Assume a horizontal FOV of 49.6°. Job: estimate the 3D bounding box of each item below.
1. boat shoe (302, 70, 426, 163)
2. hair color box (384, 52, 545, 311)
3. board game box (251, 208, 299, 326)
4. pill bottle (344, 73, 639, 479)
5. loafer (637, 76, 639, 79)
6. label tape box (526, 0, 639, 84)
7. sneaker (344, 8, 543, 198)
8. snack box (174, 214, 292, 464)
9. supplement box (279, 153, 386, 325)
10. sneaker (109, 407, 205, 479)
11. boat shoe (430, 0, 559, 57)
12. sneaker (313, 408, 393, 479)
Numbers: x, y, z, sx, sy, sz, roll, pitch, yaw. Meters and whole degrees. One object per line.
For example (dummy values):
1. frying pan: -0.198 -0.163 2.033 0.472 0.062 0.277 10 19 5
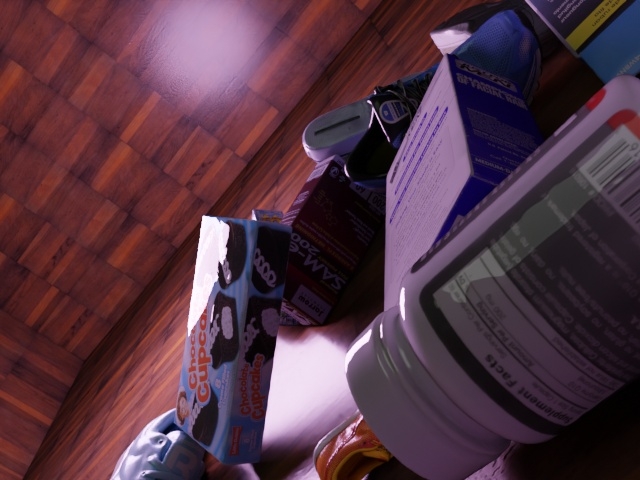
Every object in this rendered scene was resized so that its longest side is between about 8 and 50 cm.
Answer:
1. boat shoe: 0.120 -0.189 1.122 0.302 0.094 0.109 -14 59 21
2. hair color box: 0.149 -0.051 0.736 0.339 0.110 0.185 -83 14 -58
3. board game box: -0.085 0.041 1.201 0.194 0.060 0.194 179 94 -71
4. pill bottle: 0.160 0.039 0.492 0.283 0.161 0.161 -46 17 24
5. loafer: 0.265 -0.059 0.624 0.170 0.062 0.061 -60 -23 0
6. label tape box: 0.356 -0.304 0.732 0.249 0.115 0.348 -45 36 26
7. sneaker: 0.153 -0.169 0.926 0.330 0.147 0.130 -48 55 34
8. snack box: -0.130 0.129 0.985 0.187 0.060 0.322 7 89 58
9. supplement box: 0.000 0.000 1.084 0.239 0.130 0.073 -59 19 -19
10. sneaker: -0.237 0.351 1.000 0.150 0.135 0.366 -54 16 8
11. boat shoe: 0.270 -0.298 1.055 0.118 0.103 0.320 -35 21 -5
12. sneaker: 0.064 0.178 0.681 0.175 0.064 0.067 -57 35 5
